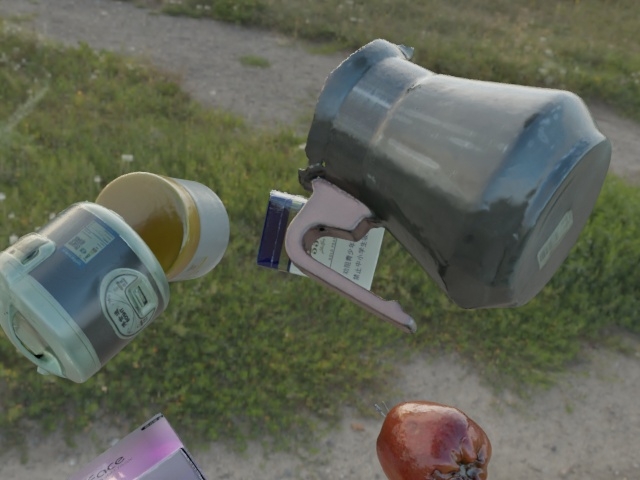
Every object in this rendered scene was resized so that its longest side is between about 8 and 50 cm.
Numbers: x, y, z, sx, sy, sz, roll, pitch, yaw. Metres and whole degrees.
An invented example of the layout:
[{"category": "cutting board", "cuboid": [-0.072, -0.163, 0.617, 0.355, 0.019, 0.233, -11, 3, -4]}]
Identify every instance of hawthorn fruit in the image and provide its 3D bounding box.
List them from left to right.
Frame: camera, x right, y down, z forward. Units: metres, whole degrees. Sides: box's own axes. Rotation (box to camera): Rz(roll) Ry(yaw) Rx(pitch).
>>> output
[{"category": "hawthorn fruit", "cuboid": [0.201, 0.406, 1.653, 0.211, 0.211, 0.299, -13, 25, -34]}]

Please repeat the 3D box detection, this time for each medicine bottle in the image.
[{"category": "medicine bottle", "cuboid": [-0.348, -0.023, 1.844, 0.238, 0.237, 0.232, 17, 4, 17]}]

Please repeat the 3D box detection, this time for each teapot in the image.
[{"category": "teapot", "cuboid": [0.144, -0.072, 1.116, 0.362, 0.376, 0.305, 31, -10, 27]}]

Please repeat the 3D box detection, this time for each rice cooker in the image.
[{"category": "rice cooker", "cuboid": [-0.450, 0.096, 1.534, 0.288, 0.288, 0.277, 27, 55, 32]}]

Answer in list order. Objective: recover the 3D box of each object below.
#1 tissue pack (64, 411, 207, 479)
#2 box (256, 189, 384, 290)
[{"category": "tissue pack", "cuboid": [-0.319, 0.406, 1.351, 0.246, 0.092, 0.148, -34, 24, -16]}, {"category": "box", "cuboid": [0.000, 0.000, 1.804, 0.259, 0.168, 0.071, 14, 15, 3]}]
